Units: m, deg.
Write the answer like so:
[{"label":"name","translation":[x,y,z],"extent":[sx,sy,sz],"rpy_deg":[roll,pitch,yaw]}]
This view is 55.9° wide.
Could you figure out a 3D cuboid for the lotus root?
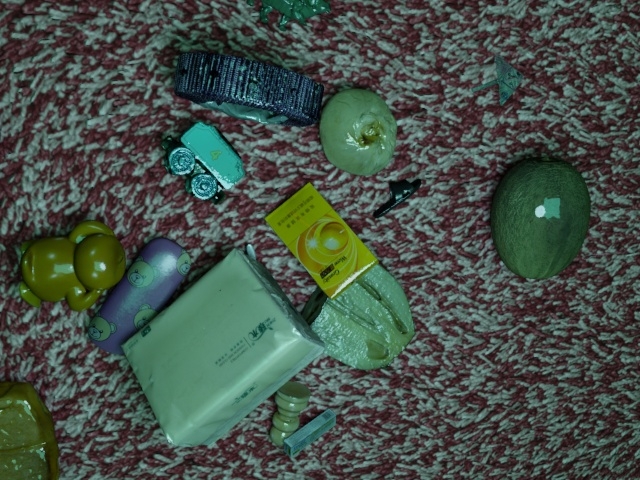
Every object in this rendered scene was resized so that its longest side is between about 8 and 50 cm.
[{"label":"lotus root","translation":[0.111,0.193,1.571],"extent":[0.260,0.149,0.267],"rpy_deg":[33,84,-15]}]

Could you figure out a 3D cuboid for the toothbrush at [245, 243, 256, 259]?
[{"label":"toothbrush","translation":[-0.147,0.141,1.567],"extent":[0.021,0.024,0.288],"rpy_deg":[-17,106,-6]}]

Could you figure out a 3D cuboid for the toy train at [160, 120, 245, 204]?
[{"label":"toy train","translation":[-0.278,-0.187,1.431],"extent":[0.154,0.107,0.198],"rpy_deg":[-43,107,-10]}]

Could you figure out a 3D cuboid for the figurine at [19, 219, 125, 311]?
[{"label":"figurine","translation":[-0.558,0.059,1.360],"extent":[0.228,0.215,0.215],"rpy_deg":[-2,101,-17]}]

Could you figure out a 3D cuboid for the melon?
[{"label":"melon","translation":[0.570,-0.058,1.574],"extent":[0.249,0.248,0.329],"rpy_deg":[-3,105,-12]}]

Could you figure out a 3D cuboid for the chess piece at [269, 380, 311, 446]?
[{"label":"chess piece","translation":[-0.092,0.470,1.616],"extent":[0.094,0.094,0.170],"rpy_deg":[12,106,-15]}]

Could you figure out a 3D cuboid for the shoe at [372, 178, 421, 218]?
[{"label":"shoe","translation":[0.191,-0.121,1.571],"extent":[0.159,0.062,0.053],"rpy_deg":[-40,104,1]}]

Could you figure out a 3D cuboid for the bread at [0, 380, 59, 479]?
[{"label":"bread","translation":[-0.798,0.485,1.427],"extent":[0.337,0.148,0.327],"rpy_deg":[-7,98,-9]}]

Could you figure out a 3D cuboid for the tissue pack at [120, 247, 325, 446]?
[{"label":"tissue pack","translation":[-0.228,0.251,1.412],"extent":[0.380,0.297,0.207],"rpy_deg":[-42,151,1]}]

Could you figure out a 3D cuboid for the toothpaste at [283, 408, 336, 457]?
[{"label":"toothpaste","translation":[-0.025,0.515,1.620],"extent":[0.164,0.034,0.046],"rpy_deg":[-27,133,-33]}]

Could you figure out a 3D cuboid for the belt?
[{"label":"belt","translation":[-0.160,-0.330,1.346],"extent":[0.325,0.260,0.122],"rpy_deg":[9,94,-14]}]

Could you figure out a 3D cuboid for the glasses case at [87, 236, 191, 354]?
[{"label":"glasses case","translation":[-0.440,0.136,1.469],"extent":[0.123,0.076,0.316],"rpy_deg":[36,92,-18]}]

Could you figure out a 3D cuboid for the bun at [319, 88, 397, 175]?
[{"label":"bun","translation":[0.101,-0.266,1.485],"extent":[0.223,0.127,0.222],"rpy_deg":[-2,99,-11]}]

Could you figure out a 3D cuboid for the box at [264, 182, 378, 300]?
[{"label":"box","translation":[0.000,0.000,1.490],"extent":[0.152,0.043,0.269],"rpy_deg":[-41,73,-2]}]

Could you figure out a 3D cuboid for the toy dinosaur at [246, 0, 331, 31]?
[{"label":"toy dinosaur","translation":[-0.117,-0.553,1.407],"extent":[0.292,0.079,0.119],"rpy_deg":[-7,97,-14]}]

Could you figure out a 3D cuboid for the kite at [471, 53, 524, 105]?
[{"label":"kite","translation":[0.470,-0.425,1.599],"extent":[0.153,0.005,0.137],"rpy_deg":[-11,101,-10]}]
